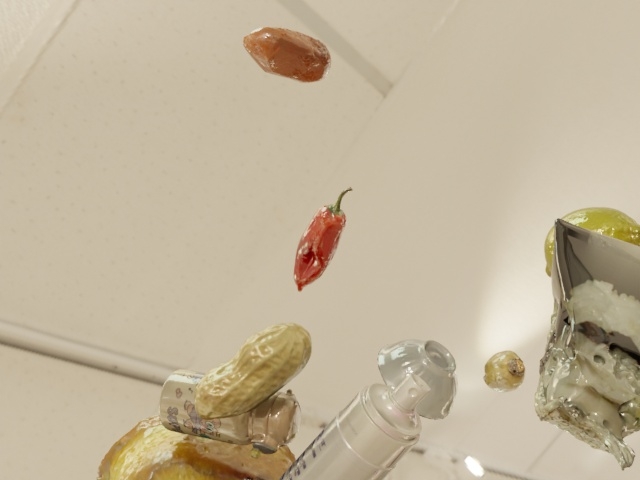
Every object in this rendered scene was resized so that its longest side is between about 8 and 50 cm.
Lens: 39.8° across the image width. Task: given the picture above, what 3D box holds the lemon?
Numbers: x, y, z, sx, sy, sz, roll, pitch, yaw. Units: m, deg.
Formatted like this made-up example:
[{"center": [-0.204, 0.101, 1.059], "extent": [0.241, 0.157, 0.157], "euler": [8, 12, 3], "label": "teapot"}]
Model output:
[{"center": [0.590, 0.013, 1.903], "extent": [0.184, 0.184, 0.248], "euler": [4, -23, -46], "label": "lemon"}]

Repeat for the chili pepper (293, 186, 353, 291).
[{"center": [-0.001, 0.000, 1.345], "extent": [0.191, 0.059, 0.050], "euler": [-65, -11, 23], "label": "chili pepper"}]

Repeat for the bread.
[{"center": [-0.194, 0.452, 1.422], "extent": [0.358, 0.204, 0.337], "euler": [15, -91, -9], "label": "bread"}]

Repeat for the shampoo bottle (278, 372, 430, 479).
[{"center": [0.024, 0.264, 1.027], "extent": [0.092, 0.092, 0.303], "euler": [12, -56, -49], "label": "shampoo bottle"}]

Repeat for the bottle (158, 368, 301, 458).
[{"center": [-0.134, 0.261, 1.328], "extent": [0.097, 0.209, 0.110], "euler": [67, -144, -49], "label": "bottle"}]

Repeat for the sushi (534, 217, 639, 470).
[{"center": [0.262, 0.120, 0.850], "extent": [0.134, 0.273, 0.109], "euler": [19, -42, -9], "label": "sushi"}]

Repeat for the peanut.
[{"center": [-0.094, 0.185, 1.250], "extent": [0.194, 0.083, 0.093], "euler": [-35, -18, -16], "label": "peanut"}]

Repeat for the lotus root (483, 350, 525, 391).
[{"center": [0.331, 0.234, 1.583], "extent": [0.062, 0.073, 0.150], "euler": [0, -17, -10], "label": "lotus root"}]

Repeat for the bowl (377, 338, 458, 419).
[{"center": [0.213, 0.255, 1.766], "extent": [0.189, 0.189, 0.086], "euler": [3, -45, -46], "label": "bowl"}]

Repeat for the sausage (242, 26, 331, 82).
[{"center": [-0.053, -0.333, 1.585], "extent": [0.179, 0.089, 0.089], "euler": [6, -63, -38], "label": "sausage"}]
